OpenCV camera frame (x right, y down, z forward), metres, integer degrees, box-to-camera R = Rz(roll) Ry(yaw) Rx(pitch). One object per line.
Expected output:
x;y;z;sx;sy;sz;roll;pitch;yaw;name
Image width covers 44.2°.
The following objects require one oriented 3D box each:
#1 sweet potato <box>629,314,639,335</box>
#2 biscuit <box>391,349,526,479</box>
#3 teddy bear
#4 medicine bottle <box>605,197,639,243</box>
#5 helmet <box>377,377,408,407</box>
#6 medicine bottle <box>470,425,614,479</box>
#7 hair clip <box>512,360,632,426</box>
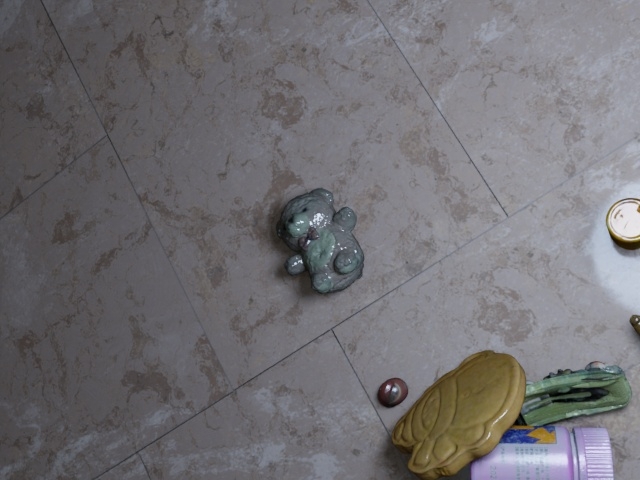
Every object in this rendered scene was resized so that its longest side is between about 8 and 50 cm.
0.782;0.278;1.645;0.337;0.131;0.131;37;98;21;sweet potato
0.301;0.384;1.744;0.351;0.312;0.057;-38;105;16;biscuit
0.001;0.001;1.976;0.236;0.151;0.267;-38;76;21;teddy bear
0.664;-0.033;1.688;0.096;0.192;0.096;-2;85;22;medicine bottle
0.170;0.372;1.919;0.084;0.049;0.065;-40;73;13;helmet
0.471;0.488;1.699;0.291;0.178;0.178;-4;83;13;medicine bottle
0.521;0.344;1.760;0.321;0.138;0.091;-20;33;19;hair clip
